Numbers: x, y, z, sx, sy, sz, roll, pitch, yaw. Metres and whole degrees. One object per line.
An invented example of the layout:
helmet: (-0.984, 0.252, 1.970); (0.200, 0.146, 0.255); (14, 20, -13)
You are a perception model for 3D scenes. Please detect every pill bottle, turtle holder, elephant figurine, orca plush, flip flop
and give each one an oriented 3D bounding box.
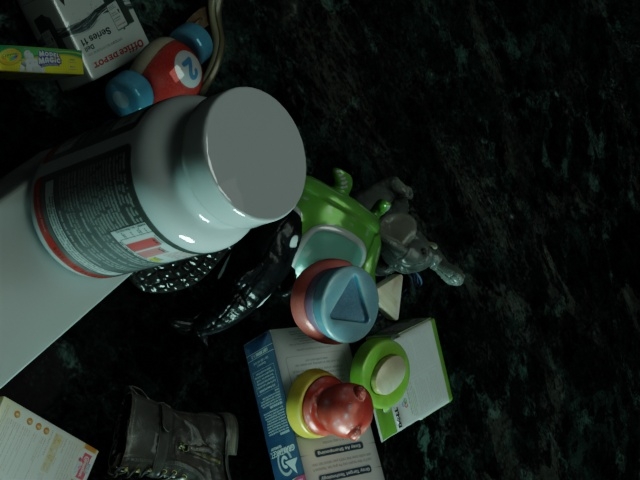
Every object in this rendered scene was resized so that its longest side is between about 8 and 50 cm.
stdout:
pill bottle: (-0.207, -0.074, 1.395); (0.210, 0.363, 0.210); (14, 71, -45)
turtle holder: (-0.018, -0.008, 1.957); (0.227, 0.243, 0.320); (-65, 162, -7)
elephant figurine: (0.153, -0.001, 2.129); (0.169, 0.186, 0.239); (48, 18, -54)
orca plush: (-0.145, 0.059, 1.766); (0.151, 0.287, 0.102); (56, 8, 8)
flip flop: (-0.220, -0.383, 1.878); (0.080, 0.112, 0.277); (6, 80, -21)

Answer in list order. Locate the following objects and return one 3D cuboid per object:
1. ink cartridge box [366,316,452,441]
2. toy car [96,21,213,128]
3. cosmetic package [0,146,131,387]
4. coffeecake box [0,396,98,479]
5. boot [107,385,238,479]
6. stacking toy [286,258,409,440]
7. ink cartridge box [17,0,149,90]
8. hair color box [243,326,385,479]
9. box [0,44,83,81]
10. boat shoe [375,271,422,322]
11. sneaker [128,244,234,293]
ink cartridge box: (0.149, 0.285, 2.164); (0.255, 0.097, 0.188); (-19, 98, -47)
toy car: (-0.206, -0.196, 1.709); (0.238, 0.210, 0.219); (33, 45, 4)
cosmetic package: (-0.438, 0.034, 1.507); (0.385, 0.156, 0.217); (-43, 114, -42)
coffeecake box: (-0.434, 0.331, 1.517); (0.185, 0.068, 0.142); (42, 54, -35)
boot: (-0.249, 0.381, 1.719); (0.229, 0.091, 0.263); (16, 67, -40)
stacking toy: (0.085, 0.186, 1.811); (0.280, 0.130, 0.308); (-3, 93, -41)
ink cartridge box: (-0.386, -0.366, 1.687); (0.153, 0.087, 0.208); (-42, 114, -43)
hair color box: (-0.008, 0.332, 1.891); (0.174, 0.105, 0.347); (-3, 70, -36)
box: (-0.460, -0.265, 1.571); (0.179, 0.105, 0.043); (-10, 97, -49)
boat shoe: (0.165, 0.088, 2.223); (0.109, 0.089, 0.258); (52, 48, -29)
sneaker: (-0.209, -0.020, 1.784); (0.283, 0.124, 0.107); (-36, 120, -6)
